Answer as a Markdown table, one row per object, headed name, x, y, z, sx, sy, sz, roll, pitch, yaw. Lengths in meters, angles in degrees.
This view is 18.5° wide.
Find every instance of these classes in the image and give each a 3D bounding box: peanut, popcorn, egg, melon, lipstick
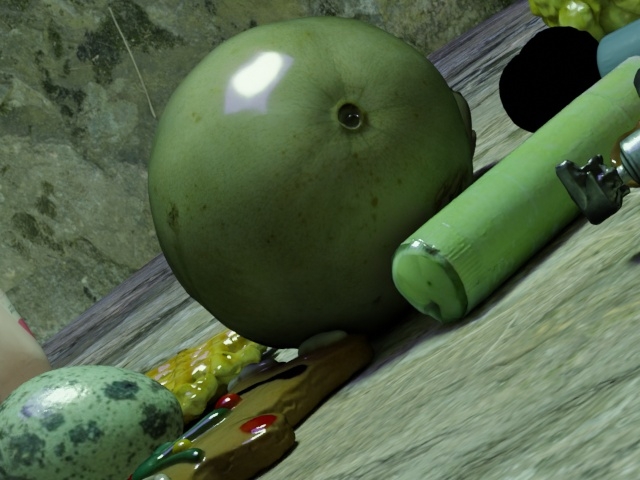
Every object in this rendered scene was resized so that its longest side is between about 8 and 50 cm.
| name | x | y | z | sx | sy | sz | roll | pitch | yaw |
| --- | --- | --- | --- | --- | --- | --- | --- | --- | --- |
| peanut | 0.244 | -0.169 | 2.069 | 0.099 | 0.090 | 0.214 | 0 | 23 | 23 |
| popcorn | 0.353 | -0.336 | 2.353 | 0.256 | 0.195 | 0.255 | -30 | 17 | 46 |
| egg | -0.195 | 0.167 | 1.624 | 0.172 | 0.132 | 0.132 | -22 | 7 | 7 |
| melon | -0.009 | -0.046 | 1.625 | 0.268 | 0.268 | 0.330 | -37 | -8 | -19 |
| lipstick | 0.171 | -0.041 | 1.521 | 0.304 | 0.076 | 0.076 | -38 | 6 | -35 |

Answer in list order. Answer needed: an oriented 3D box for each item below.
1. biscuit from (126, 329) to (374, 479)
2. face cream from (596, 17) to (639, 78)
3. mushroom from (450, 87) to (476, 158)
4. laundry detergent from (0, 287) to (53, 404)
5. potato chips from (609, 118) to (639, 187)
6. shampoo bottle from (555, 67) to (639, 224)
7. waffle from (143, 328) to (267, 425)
| name | x | y | z | sx | sy | sz | roll | pitch | yaw |
| --- | --- | --- | --- | --- | --- | --- | --- | --- | --- |
| biscuit | -0.083 | 0.158 | 1.488 | 0.197 | 0.049 | 0.301 | -32 | 7 | 45 |
| face cream | 0.391 | -0.203 | 1.553 | 0.385 | 0.086 | 0.135 | -24 | 14 | 38 |
| mushroom | 0.084 | -0.074 | 2.091 | 0.188 | 0.141 | 0.117 | -43 | 32 | 48 |
| laundry detergent | -0.385 | 0.099 | 2.236 | 0.088 | 0.335 | 0.159 | -36 | 8 | -12 |
| potato chips | 0.290 | -0.093 | 1.379 | 0.202 | 0.049 | 0.150 | -30 | 11 | 26 |
| shampoo bottle | 0.292 | -0.108 | 1.247 | 0.309 | 0.098 | 0.071 | -34 | 10 | 13 |
| waffle | -0.163 | 0.161 | 1.887 | 0.291 | 0.051 | 0.291 | -33 | 8 | 5 |
